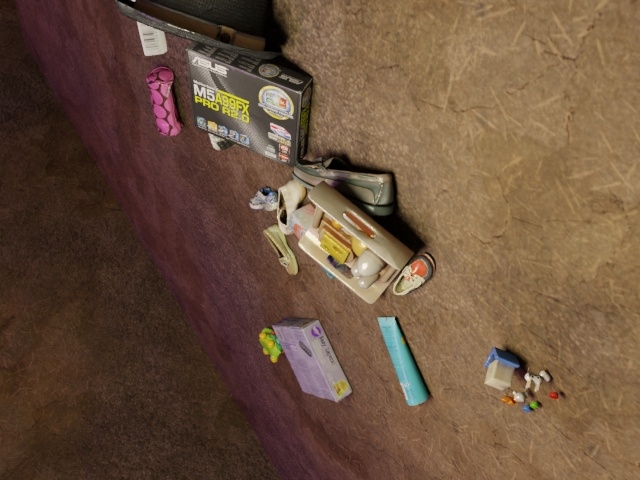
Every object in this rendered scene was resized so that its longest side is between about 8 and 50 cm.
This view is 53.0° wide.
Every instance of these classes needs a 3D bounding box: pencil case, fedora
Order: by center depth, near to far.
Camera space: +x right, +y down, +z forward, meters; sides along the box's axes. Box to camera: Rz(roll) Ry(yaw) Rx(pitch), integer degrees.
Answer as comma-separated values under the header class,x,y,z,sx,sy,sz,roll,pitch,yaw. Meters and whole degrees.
class,x,y,z,sx,sy,sz,roll,pitch,yaw
fedora,-0.220,-0.470,1.245,0.334,0.334,0.153,37,115,43
pencil case,-0.477,-0.422,1.982,0.098,0.095,0.209,29,144,26

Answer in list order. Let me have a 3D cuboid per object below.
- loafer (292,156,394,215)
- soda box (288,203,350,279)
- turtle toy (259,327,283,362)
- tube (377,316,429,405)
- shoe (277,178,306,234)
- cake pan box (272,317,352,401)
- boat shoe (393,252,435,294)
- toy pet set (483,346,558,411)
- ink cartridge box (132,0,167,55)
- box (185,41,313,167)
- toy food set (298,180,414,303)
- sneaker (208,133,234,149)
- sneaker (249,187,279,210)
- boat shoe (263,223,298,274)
class,x,y,z,sx,sy,sz,roll,pitch,yaw
loafer,0.048,-0.130,1.289,0.267,0.096,0.084,28,120,40
soda box,0.000,0.000,1.520,0.183,0.063,0.058,50,153,24
turtle toy,-0.168,0.348,2.200,0.130,0.066,0.095,37,146,43
tube,0.186,0.272,1.467,0.080,0.052,0.207,-20,92,60
shoe,-0.086,-0.079,1.609,0.077,0.058,0.219,52,154,21
cake pan box,-0.033,0.356,1.950,0.267,0.070,0.246,-15,100,65
boat shoe,0.183,0.070,1.265,0.049,0.043,0.137,57,154,15
toy pet set,0.348,0.240,1.131,0.114,0.065,0.122,22,152,1
ink cartridge box,-0.443,-0.657,1.570,0.307,0.072,0.304,-116,16,-49
box,-0.154,-0.293,1.380,0.270,0.060,0.216,24,144,12
toy food set,0.052,0.022,1.292,0.219,0.092,0.306,39,162,7
sneaker,-0.238,-0.358,1.580,0.118,0.110,0.292,52,147,37
sneaker,-0.149,-0.115,1.719,0.135,0.052,0.058,9,113,52
boat shoe,-0.110,0.031,1.782,0.056,0.048,0.153,6,121,61
